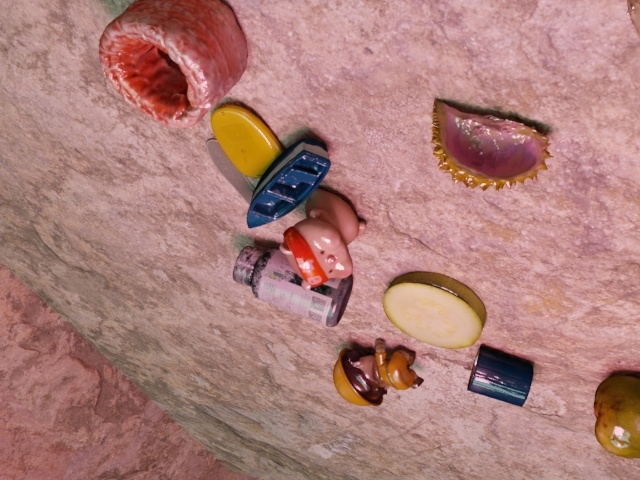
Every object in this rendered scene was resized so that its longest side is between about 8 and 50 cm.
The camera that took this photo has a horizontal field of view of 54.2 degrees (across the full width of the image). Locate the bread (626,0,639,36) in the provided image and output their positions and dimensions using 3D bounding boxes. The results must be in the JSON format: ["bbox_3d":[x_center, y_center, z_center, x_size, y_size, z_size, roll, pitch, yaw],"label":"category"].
[{"bbox_3d":[0.490,-0.310,0.660,0.305,0.159,0.305,18,147,12],"label":"bread"}]

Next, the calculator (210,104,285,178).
[{"bbox_3d":[-0.148,-0.196,1.348,0.146,0.032,0.235,-2,137,36],"label":"calculator"}]

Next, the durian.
[{"bbox_3d":[0.273,-0.153,1.060,0.182,0.165,0.132,11,116,-15],"label":"durian"}]

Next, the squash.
[{"bbox_3d":[0.274,0.168,1.520,0.252,0.049,0.252,20,143,15],"label":"squash"}]

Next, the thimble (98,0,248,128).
[{"bbox_3d":[-0.263,-0.337,1.139,0.239,0.162,0.239,18,141,15],"label":"thimble"}]

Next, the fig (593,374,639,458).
[{"bbox_3d":[0.707,0.400,1.405,0.191,0.181,0.181,4,142,2],"label":"fig"}]

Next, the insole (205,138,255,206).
[{"bbox_3d":[-0.198,-0.147,1.469,0.080,0.003,0.232,-4,135,37],"label":"insole"}]

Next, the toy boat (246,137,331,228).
[{"bbox_3d":[-0.084,-0.115,1.341,0.096,0.062,0.299,15,145,-30],"label":"toy boat"}]

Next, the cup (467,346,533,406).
[{"bbox_3d":[0.455,0.338,1.577,0.138,0.150,0.113,17,110,13],"label":"cup"}]

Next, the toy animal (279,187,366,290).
[{"bbox_3d":[0.000,0.000,1.353,0.171,0.198,0.171,21,149,13],"label":"toy animal"}]

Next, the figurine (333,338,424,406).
[{"bbox_3d":[0.148,0.381,1.772,0.256,0.167,0.192,-23,108,46],"label":"figurine"}]

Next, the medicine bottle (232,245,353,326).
[{"bbox_3d":[-0.073,0.107,1.590,0.293,0.141,0.141,19,144,11],"label":"medicine bottle"}]
